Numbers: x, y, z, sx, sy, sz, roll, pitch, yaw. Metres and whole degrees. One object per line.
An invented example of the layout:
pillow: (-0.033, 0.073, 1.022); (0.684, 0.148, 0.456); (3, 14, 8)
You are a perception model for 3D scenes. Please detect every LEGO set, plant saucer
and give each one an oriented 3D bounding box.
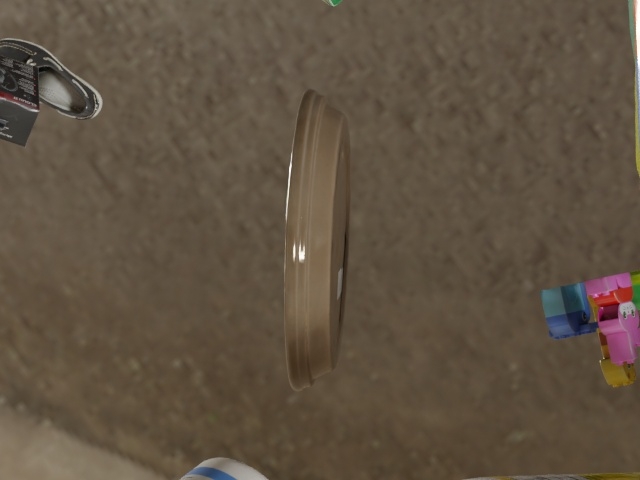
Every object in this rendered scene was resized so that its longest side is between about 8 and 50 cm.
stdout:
LEGO set: (0.255, 0.075, 1.557); (0.087, 0.227, 0.093); (-13, 87, 32)
plant saucer: (0.000, 0.000, 1.708); (0.041, 0.278, 0.278); (2, 142, 4)

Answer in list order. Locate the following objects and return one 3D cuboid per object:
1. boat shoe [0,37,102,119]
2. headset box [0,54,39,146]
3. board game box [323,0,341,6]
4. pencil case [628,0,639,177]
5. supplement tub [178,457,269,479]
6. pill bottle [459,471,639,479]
boat shoe: (-0.273, -0.158, 1.830); (0.125, 0.046, 0.038); (36, -168, 6)
headset box: (-0.228, -0.101, 1.290); (0.083, 0.062, 0.032); (-107, 38, -58)
board game box: (-0.097, -0.330, 1.402); (0.213, 0.046, 0.317); (38, 169, 41)
pencil case: (0.152, -0.067, 0.619); (0.104, 0.104, 0.236); (-6, 86, 64)
supplement tub: (-0.058, 0.139, 0.718); (0.071, 0.107, 0.071); (31, 141, 29)
pill bottle: (0.156, 0.238, 1.147); (0.188, 0.334, 0.188); (-8, 81, 60)
